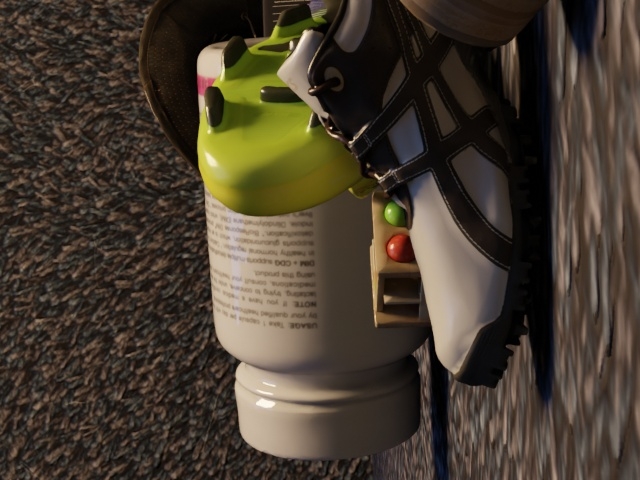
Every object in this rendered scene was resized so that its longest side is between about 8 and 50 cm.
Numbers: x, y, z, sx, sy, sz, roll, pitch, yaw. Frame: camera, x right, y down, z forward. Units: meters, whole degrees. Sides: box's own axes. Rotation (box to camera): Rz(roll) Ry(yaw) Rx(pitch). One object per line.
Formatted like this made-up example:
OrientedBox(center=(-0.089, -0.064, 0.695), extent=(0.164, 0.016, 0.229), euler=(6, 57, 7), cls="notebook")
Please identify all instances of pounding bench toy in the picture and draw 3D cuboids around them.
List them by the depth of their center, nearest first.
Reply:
OrientedBox(center=(0.054, -0.005, 0.712), extent=(0.065, 0.052, 0.083), euler=(88, 180, -56), cls="pounding bench toy")

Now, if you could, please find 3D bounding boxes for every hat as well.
OrientedBox(center=(-0.090, -0.154, 1.568), extent=(0.134, 0.331, 0.331), euler=(-38, 47, 48), cls="hat")

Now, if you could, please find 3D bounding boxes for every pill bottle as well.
OrientedBox(center=(0.000, 0.000, 0.927), extent=(0.160, 0.160, 0.283), euler=(-92, -1, -77), cls="pill bottle")

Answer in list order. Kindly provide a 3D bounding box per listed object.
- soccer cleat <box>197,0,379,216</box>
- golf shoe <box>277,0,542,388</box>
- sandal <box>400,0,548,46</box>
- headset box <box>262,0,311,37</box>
OrientedBox(center=(0.017, -0.063, 0.639), extent=(0.289, 0.093, 0.121), euler=(-62, -30, -61), cls="soccer cleat")
OrientedBox(center=(0.032, -0.042, 0.491), extent=(0.077, 0.093, 0.198), euler=(142, 124, -86), cls="golf shoe")
OrientedBox(center=(0.047, -0.179, 0.426), extent=(0.079, 0.088, 0.240), euler=(-46, 44, 45), cls="sandal")
OrientedBox(center=(0.009, -0.161, 1.378), extent=(0.246, 0.131, 0.283), euler=(87, 180, -65), cls="headset box")
